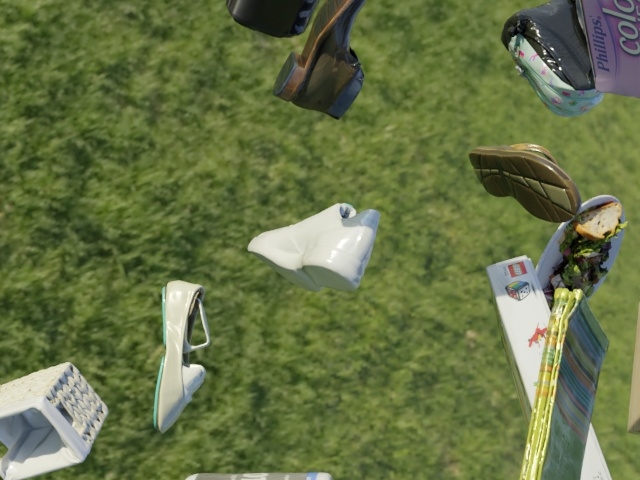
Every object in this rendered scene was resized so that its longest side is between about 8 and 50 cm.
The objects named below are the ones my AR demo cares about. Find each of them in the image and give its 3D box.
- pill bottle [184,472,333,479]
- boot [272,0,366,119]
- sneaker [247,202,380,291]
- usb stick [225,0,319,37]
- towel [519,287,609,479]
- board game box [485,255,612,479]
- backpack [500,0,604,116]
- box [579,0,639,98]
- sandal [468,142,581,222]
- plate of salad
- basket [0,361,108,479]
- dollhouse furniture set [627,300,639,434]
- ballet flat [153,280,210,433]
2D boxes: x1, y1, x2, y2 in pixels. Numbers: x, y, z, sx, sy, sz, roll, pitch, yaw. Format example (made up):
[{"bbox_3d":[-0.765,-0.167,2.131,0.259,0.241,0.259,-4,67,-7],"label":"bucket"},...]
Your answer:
[{"bbox_3d":[-0.059,0.203,0.799,0.078,0.137,0.078,-2,90,-84],"label":"pill bottle"},{"bbox_3d":[0.032,-0.269,1.590,0.106,0.219,0.082,27,32,-20],"label":"boot"},{"bbox_3d":[0.000,0.000,1.211,0.080,0.212,0.094,36,75,-26],"label":"sneaker"},{"bbox_3d":[-0.002,-0.279,0.903,0.077,0.278,0.045,13,43,-17],"label":"usb stick"},{"bbox_3d":[0.174,0.160,0.814,0.102,0.021,0.237,45,53,-47],"label":"towel"},{"bbox_3d":[0.245,0.191,1.180,0.193,0.053,0.305,68,7,-48],"label":"board game box"},{"bbox_3d":[0.390,-0.291,1.816,0.182,0.152,0.115,59,-13,22],"label":"backpack"},{"bbox_3d":[0.332,-0.282,1.011,0.243,0.117,0.213,-53,140,-28],"label":"box"},{"bbox_3d":[0.259,-0.082,1.405,0.090,0.060,0.219,66,-13,-17],"label":"sandal"},{"bbox_3d":[0.364,0.032,1.567,0.200,0.048,0.199,-27,134,-32],"label":"plate of salad"},{"bbox_3d":[-0.396,0.255,1.596,0.113,0.167,0.103,57,34,-21],"label":"basket"},{"bbox_3d":[0.559,0.141,1.267,0.257,0.394,0.362,12,75,-10],"label":"dollhouse furniture set"},{"bbox_3d":[-0.219,0.184,1.813,0.086,0.086,0.248,22,64,-53],"label":"ballet flat"}]
